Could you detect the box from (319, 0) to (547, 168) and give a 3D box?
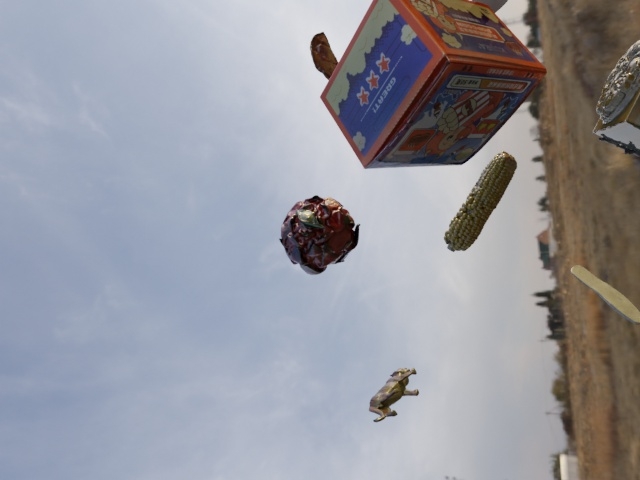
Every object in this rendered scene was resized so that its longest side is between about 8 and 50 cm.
[{"bbox_3d":[0.247,-0.350,1.192,0.349,0.318,0.257,-7,-121,-37],"label":"box"}]

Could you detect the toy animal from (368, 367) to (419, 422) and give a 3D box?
[{"bbox_3d":[0.179,0.378,1.284,0.241,0.099,0.057,-31,-91,-50],"label":"toy animal"}]

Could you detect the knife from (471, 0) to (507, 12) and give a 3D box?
[{"bbox_3d":[0.442,-0.631,1.320,0.336,0.081,0.043,-51,1,-11],"label":"knife"}]

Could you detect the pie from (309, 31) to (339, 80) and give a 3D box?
[{"bbox_3d":[0.017,-0.470,1.378,0.092,0.034,0.170,-28,-90,-41],"label":"pie"}]

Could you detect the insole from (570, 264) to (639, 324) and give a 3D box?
[{"bbox_3d":[0.667,0.123,1.220,0.063,0.192,0.010,-16,-42,-30],"label":"insole"}]

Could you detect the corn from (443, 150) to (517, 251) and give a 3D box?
[{"bbox_3d":[0.445,-0.099,1.474,0.097,0.097,0.320,-31,-30,-62],"label":"corn"}]

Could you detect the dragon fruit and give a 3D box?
[{"bbox_3d":[0.000,0.000,1.529,0.293,0.234,0.233,61,-145,-47],"label":"dragon fruit"}]

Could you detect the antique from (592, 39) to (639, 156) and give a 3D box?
[{"bbox_3d":[0.467,-0.193,0.704,0.152,0.148,0.147,-66,-7,8],"label":"antique"}]
